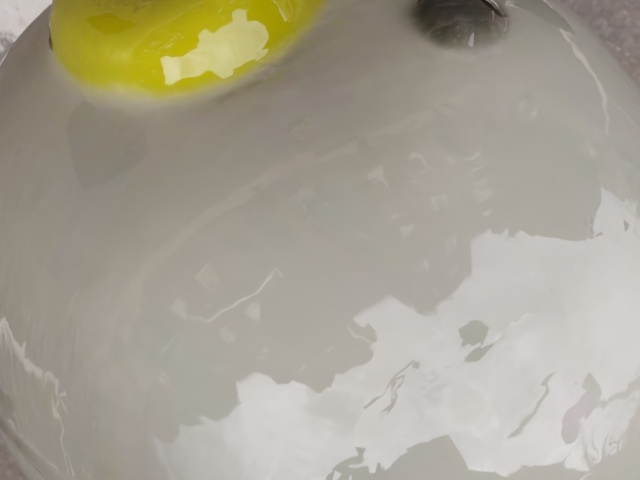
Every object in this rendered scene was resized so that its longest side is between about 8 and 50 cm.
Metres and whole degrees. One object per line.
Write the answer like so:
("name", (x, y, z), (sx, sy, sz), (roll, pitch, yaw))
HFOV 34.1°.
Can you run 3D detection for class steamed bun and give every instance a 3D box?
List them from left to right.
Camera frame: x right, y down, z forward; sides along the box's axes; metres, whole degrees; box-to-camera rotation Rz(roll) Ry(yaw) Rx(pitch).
("steamed bun", (0.000, 0.006, 0.492), (0.334, 0.374, 0.334), (-14, 129, -19))
